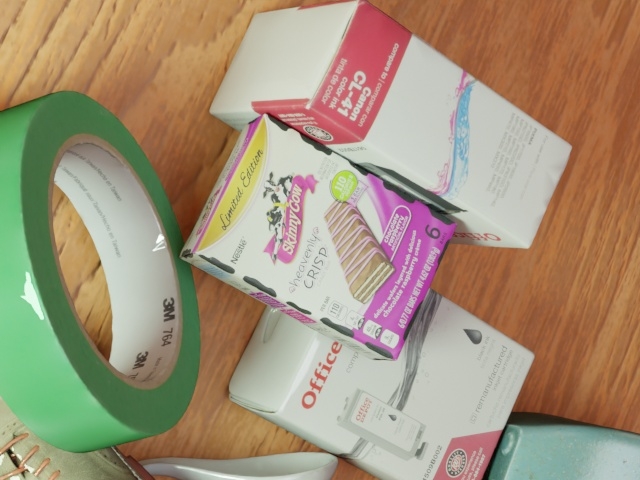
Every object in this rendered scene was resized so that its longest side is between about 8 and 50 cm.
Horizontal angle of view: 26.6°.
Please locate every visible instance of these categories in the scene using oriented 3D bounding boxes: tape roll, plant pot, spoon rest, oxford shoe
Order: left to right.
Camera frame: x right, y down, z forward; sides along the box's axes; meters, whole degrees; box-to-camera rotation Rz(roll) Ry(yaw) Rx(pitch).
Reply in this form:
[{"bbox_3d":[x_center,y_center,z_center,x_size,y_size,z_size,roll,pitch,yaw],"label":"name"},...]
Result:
[{"bbox_3d":[-0.252,0.200,1.238,0.123,0.130,0.348,-45,109,3],"label":"oxford shoe"},{"bbox_3d":[-0.213,0.027,1.226,0.321,0.077,0.321,-16,90,-72],"label":"tape roll"},{"bbox_3d":[-0.115,0.254,1.403,0.276,0.137,0.084,-13,93,-17],"label":"spoon rest"},{"bbox_3d":[0.285,0.319,1.580,0.252,0.247,0.247,23,82,-13],"label":"plant pot"}]

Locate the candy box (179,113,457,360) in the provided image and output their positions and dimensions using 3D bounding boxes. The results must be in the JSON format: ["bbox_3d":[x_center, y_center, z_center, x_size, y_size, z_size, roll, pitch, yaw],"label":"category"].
[{"bbox_3d":[0.000,0.000,1.352,0.233,0.071,0.159,28,77,-15],"label":"candy box"}]

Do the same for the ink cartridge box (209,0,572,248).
[{"bbox_3d":[0.072,-0.116,1.414,0.306,0.226,0.131,32,77,-27],"label":"ink cartridge box"}]

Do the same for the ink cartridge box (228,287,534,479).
[{"bbox_3d":[0.070,0.149,1.498,0.283,0.117,0.207,31,78,-29],"label":"ink cartridge box"}]
